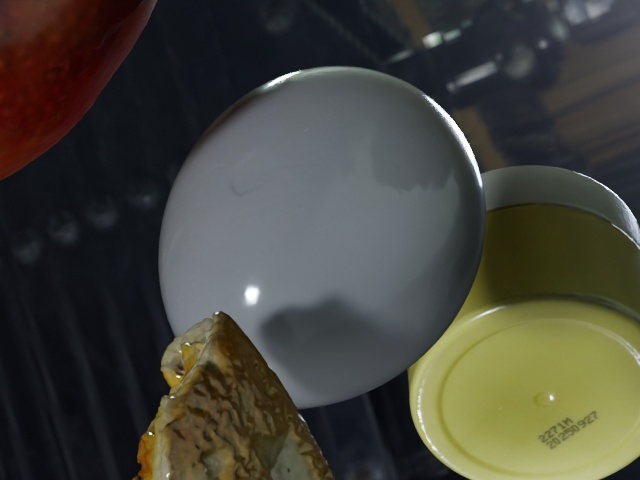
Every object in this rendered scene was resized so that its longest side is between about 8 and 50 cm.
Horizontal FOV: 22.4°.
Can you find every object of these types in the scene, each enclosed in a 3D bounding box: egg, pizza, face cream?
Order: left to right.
[{"bbox_3d":[-0.035,0.135,0.674,0.182,0.062,0.161,60,-155,-7],"label":"pizza"},{"bbox_3d":[0.000,0.000,0.898,0.176,0.176,0.232,59,-148,-21],"label":"egg"},{"bbox_3d":[0.178,0.075,1.361,0.218,0.218,0.179,53,-159,-31],"label":"face cream"}]

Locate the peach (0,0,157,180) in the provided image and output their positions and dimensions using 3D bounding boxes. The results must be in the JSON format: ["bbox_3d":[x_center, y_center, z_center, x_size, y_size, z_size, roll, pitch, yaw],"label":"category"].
[{"bbox_3d":[-0.247,-0.156,0.778,0.372,0.372,0.290,24,-106,-56],"label":"peach"}]
